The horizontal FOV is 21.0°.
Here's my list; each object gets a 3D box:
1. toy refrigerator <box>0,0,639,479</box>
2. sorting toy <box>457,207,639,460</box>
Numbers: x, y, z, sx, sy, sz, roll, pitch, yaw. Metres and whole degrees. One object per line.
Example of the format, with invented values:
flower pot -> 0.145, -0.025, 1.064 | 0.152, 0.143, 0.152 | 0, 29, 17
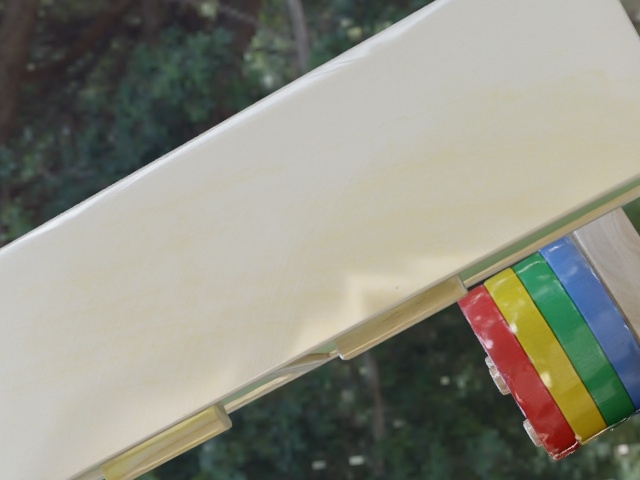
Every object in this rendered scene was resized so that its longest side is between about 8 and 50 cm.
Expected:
toy refrigerator -> 0.000, 0.000, 0.627 | 0.094, 0.269, 0.102 | 63, -169, 7
sorting toy -> 0.157, 0.102, 0.864 | 0.255, 0.089, 0.257 | 60, -176, 10
